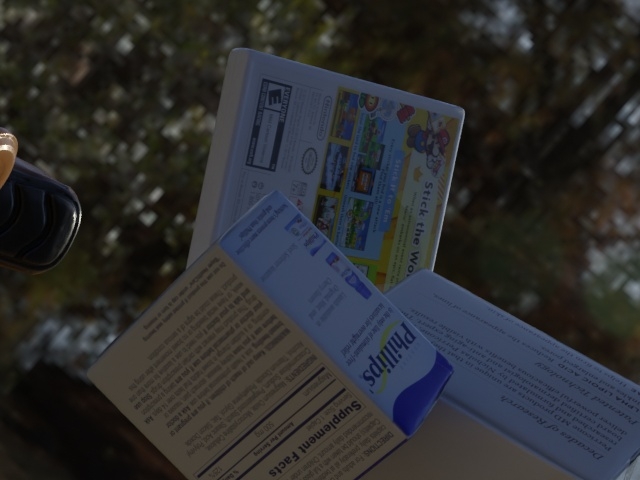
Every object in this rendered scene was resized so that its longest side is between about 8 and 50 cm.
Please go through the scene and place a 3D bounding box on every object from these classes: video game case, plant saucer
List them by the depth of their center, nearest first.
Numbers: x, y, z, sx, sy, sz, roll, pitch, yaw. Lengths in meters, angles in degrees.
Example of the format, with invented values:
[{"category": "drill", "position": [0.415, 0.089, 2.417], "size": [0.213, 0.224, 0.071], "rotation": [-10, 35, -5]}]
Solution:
[{"category": "plant saucer", "position": [-0.234, -0.040, 1.226], "size": [0.013, 0.083, 0.083], "rotation": [41, -1, 14]}, {"category": "video game case", "position": [0.000, 0.000, 1.246], "size": [0.206, 0.227, 0.026], "rotation": [11, 1, -41]}]

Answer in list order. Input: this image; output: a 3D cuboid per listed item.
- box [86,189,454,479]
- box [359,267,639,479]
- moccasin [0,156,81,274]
[{"category": "box", "position": [-0.026, 0.068, 0.947], "size": [0.137, 0.126, 0.072], "rotation": [46, 35, -2]}, {"category": "box", "position": [0.080, 0.144, 1.058], "size": [0.182, 0.181, 0.119], "rotation": [30, 32, 21]}, {"category": "moccasin", "position": [-0.397, -0.083, 1.671], "size": [0.380, 0.139, 0.147], "rotation": [18, 6, -40]}]
